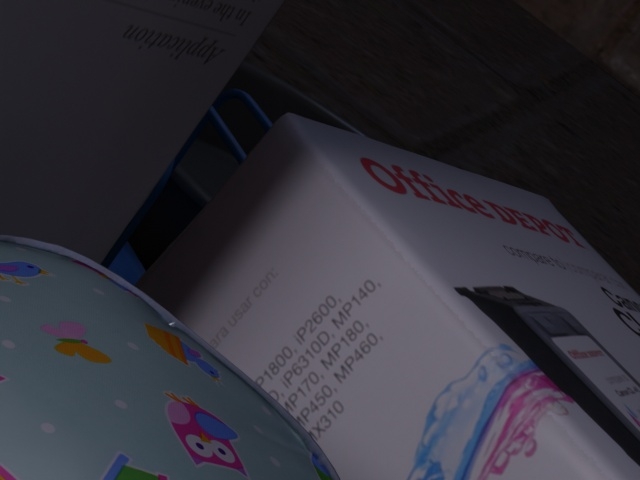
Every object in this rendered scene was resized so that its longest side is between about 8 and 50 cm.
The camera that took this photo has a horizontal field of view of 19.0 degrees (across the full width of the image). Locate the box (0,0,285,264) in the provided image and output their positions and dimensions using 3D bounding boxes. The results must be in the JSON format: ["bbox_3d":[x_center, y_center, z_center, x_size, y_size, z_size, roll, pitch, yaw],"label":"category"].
[{"bbox_3d":[-0.130,-0.118,0.507,0.215,0.345,0.168,45,18,25],"label":"box"}]

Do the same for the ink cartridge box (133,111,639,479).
[{"bbox_3d":[0.091,0.114,0.656,0.306,0.131,0.226,50,18,26],"label":"ink cartridge box"}]

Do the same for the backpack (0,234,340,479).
[{"bbox_3d":[-0.076,0.082,0.436,0.166,0.144,0.188,36,13,19],"label":"backpack"}]

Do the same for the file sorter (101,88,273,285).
[{"bbox_3d":[-0.099,-0.023,0.737,0.170,0.104,0.118,23,22,-40],"label":"file sorter"}]

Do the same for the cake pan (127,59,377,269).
[{"bbox_3d":[0.000,0.000,0.961,0.293,0.054,0.293,33,17,-11],"label":"cake pan"}]
